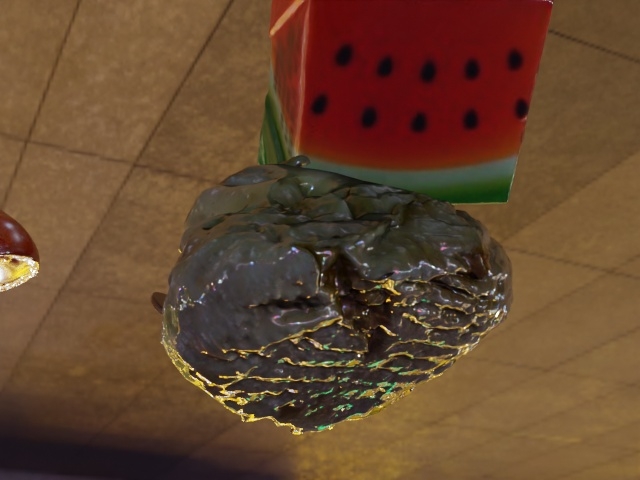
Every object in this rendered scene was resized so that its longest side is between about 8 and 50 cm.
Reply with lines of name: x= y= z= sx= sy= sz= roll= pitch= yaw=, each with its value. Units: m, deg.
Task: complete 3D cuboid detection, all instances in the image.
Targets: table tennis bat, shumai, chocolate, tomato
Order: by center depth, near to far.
shumai: x=-0.001 y=-0.003 z=0.844 sx=0.345 sy=0.283 sz=0.217 roll=0 pitch=134 yaw=-31
tomato: x=-0.370 y=0.005 z=0.951 sx=0.159 sy=0.091 sz=0.139 roll=-14 pitch=165 yaw=-18
table tennis bat: x=-0.141 y=0.096 z=1.055 sx=0.087 sy=0.013 sz=0.156 roll=29 pitch=-176 yaw=-33
chocolate: x=0.109 y=-0.210 z=1.251 sx=0.360 sy=0.161 sz=0.341 roll=-1 pitch=125 yaw=-10
